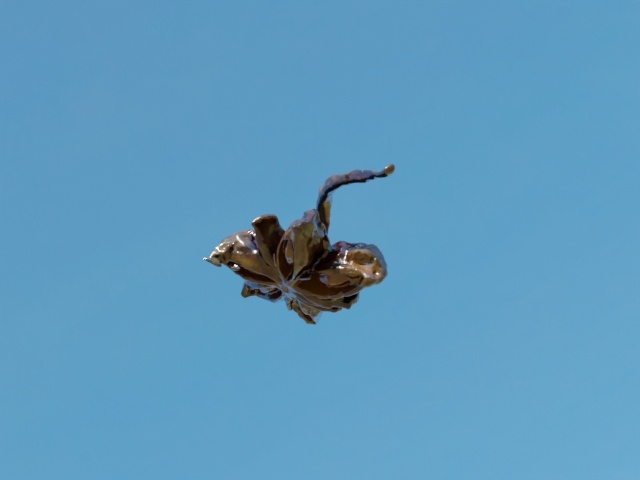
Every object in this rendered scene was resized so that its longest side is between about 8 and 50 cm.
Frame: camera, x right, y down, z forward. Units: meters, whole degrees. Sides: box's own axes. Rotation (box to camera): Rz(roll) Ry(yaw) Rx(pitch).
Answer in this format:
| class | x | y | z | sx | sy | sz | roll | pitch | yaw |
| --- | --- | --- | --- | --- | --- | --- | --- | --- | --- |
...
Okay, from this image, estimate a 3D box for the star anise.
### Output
| class | x | y | z | sx | sy | sz | roll | pitch | yaw |
| --- | --- | --- | --- | --- | --- | --- | --- | --- | --- |
| star anise | 0.000 | 0.000 | 1.120 | 0.097 | 0.070 | 0.191 | 40 | -33 | -12 |
